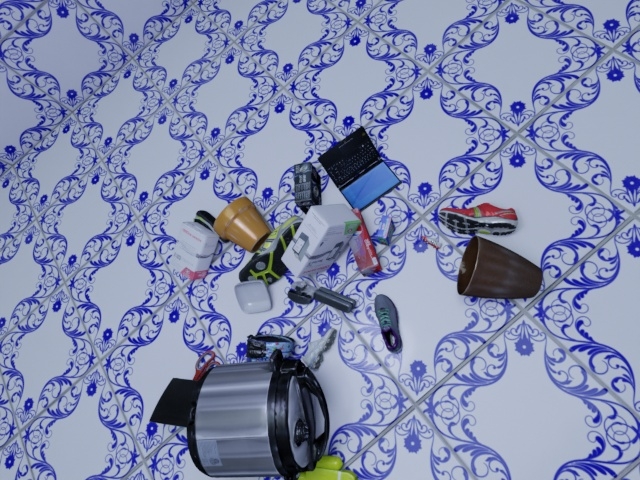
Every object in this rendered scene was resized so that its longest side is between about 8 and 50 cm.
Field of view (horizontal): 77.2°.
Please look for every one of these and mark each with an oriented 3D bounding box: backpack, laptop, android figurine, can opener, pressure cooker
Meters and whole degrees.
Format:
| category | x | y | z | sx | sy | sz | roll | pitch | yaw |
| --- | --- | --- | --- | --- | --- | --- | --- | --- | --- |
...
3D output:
| category | x | y | z | sx | sy | sz | roll | pitch | yaw |
| --- | --- | --- | --- | --- | --- | --- | --- | --- | --- |
| backpack | -0.187 | 0.419 | 1.542 | 0.174 | 0.158 | 0.116 | 1 | 80 | 6 |
| laptop | 0.163 | -0.294 | 1.676 | 0.234 | 0.264 | 0.136 | -35 | 28 | 3 |
| android figurine | 0.029 | 0.870 | 1.365 | 0.273 | 0.056 | 0.247 | 0 | 72 | 20 |
| can opener | 0.003 | 0.228 | 1.597 | 0.281 | 0.074 | 0.093 | 15 | 111 | 24 |
| pressure cooker | -0.178 | 0.593 | 1.345 | 0.421 | 0.369 | 0.375 | -9 | 49 | 13 |

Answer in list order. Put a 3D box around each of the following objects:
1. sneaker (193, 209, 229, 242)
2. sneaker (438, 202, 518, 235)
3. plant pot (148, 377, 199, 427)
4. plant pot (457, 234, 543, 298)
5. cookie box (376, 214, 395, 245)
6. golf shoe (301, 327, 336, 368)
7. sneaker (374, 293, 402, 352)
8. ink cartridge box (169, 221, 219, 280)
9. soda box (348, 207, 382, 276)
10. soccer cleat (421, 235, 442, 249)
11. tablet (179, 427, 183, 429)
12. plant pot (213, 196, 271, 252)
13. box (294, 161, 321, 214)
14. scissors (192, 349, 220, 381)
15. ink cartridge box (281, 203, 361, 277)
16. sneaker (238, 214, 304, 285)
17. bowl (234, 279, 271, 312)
| category | x | y | z | sx | sy | sz | roll | pitch | yaw |
| --- | --- | --- | --- | --- | --- | --- | --- | --- | --- |
| sneaker | -0.506 | -0.046 | 1.857 | 0.235 | 0.084 | 0.097 | 42 | 112 | 26 |
| sneaker | 0.588 | -0.091 | 1.507 | 0.279 | 0.107 | 0.118 | 9 | 56 | 18 |
| plant pot | -0.510 | 0.628 | 1.551 | 0.188 | 0.188 | 0.166 | 1 | 66 | 13 |
| plant pot | 0.616 | 0.113 | 1.367 | 0.231 | 0.215 | 0.215 | 15 | 77 | 8 |
| cookie box | 0.257 | -0.037 | 1.574 | 0.040 | 0.107 | 0.091 | 12 | 76 | 22 |
| golf shoe | -0.009 | 0.400 | 1.535 | 0.086 | 0.069 | 0.176 | 30 | 82 | 30 |
| sneaker | 0.248 | 0.296 | 1.466 | 0.083 | 0.098 | 0.223 | -20 | 67 | 11 |
| ink cartridge box | -0.562 | 0.044 | 1.784 | 0.159 | 0.092 | 0.217 | 28 | 106 | 24 |
| soda box | 0.160 | 0.005 | 1.599 | 0.084 | 0.092 | 0.263 | -22 | 67 | 11 |
| soccer cleat | 0.429 | 0.002 | 1.550 | 0.083 | 0.029 | 0.035 | 36 | 77 | 22 |
| tablet | -0.542 | 0.722 | 1.625 | 0.083 | 0.006 | 0.054 | -30 | 69 | 5 |
| plant pot | -0.321 | -0.053 | 1.731 | 0.188 | 0.205 | 0.205 | 42 | 88 | 10 |
| box | -0.053 | -0.221 | 1.717 | 0.078 | 0.147 | 0.179 | -8 | 69 | 16 |
| scissors | -0.527 | 0.589 | 1.662 | 0.109 | 0.021 | 0.297 | 43 | 91 | 17 |
| ink cartridge box | 0.000 | 0.000 | 1.534 | 0.114 | 0.199 | 0.272 | 49 | 126 | 25 |
| sneaker | -0.191 | 0.051 | 1.695 | 0.385 | 0.145 | 0.147 | -41 | 27 | 10 |
| bowl | -0.275 | 0.225 | 1.661 | 0.142 | 0.053 | 0.141 | -10 | 108 | 13 |
